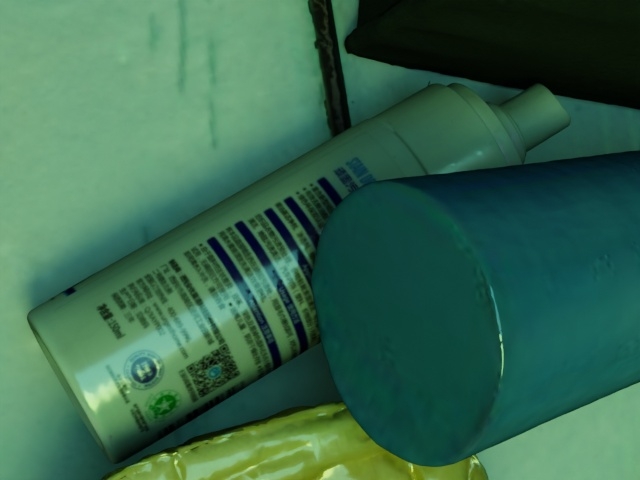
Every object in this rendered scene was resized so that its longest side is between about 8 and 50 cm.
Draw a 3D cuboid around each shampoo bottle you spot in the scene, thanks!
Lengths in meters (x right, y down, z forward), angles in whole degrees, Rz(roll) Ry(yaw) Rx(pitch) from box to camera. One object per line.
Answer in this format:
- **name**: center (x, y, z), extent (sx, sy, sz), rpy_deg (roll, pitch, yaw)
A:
- **shampoo bottle**: center (0.000, 0.000, 0.818), extent (0.303, 0.092, 0.092), rpy_deg (-32, 97, -13)

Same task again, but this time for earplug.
- **earplug**: center (0.143, 0.015, 0.783), extent (0.273, 0.132, 0.132), rpy_deg (-12, 92, -35)

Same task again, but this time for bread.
- **bread**: center (-0.027, 0.178, 0.785), extent (0.250, 0.133, 0.179), rpy_deg (-15, 89, -19)

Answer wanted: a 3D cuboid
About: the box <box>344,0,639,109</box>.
- **box**: center (0.175, -0.190, 0.738), extent (0.251, 0.345, 0.204), rpy_deg (7, 86, -13)
